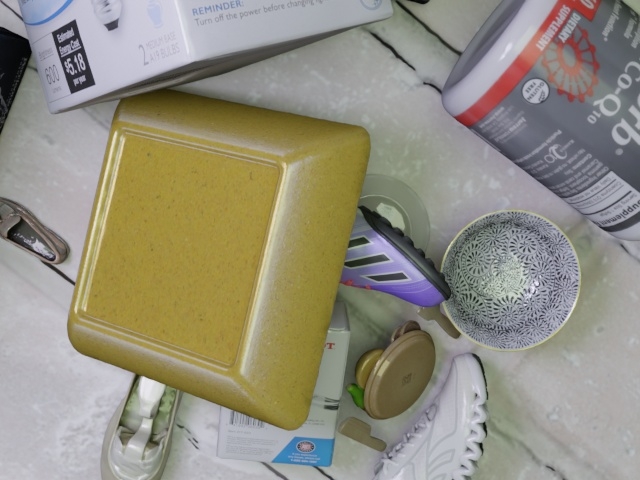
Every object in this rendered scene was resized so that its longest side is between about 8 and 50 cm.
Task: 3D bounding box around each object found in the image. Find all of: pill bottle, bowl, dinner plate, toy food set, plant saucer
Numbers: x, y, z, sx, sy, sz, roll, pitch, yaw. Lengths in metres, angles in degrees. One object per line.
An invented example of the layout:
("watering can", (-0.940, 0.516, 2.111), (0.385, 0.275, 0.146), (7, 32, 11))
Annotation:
("pill bottle", (0.336, -0.131, 1.112), (0.363, 0.210, 0.210), (35, 94, -7))
("bowl", (0.220, 0.042, 1.193), (0.170, 0.080, 0.170), (-1, 98, -4))
("dinner plate", (0.065, -0.011, 1.210), (0.141, 0.017, 0.141), (-1, 97, -4))
("toy food set", (0.089, 0.158, 1.198), (0.192, 0.038, 0.132), (-55, 142, -5))
("plant saucer", (-0.139, 0.006, 1.078), (0.332, 0.081, 0.333), (14, 93, 28))

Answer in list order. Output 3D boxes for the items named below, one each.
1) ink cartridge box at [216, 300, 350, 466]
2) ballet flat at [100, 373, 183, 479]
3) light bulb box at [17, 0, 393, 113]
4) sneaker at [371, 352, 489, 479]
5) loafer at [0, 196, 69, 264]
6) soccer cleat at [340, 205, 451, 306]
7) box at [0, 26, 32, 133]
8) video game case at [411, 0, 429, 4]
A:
("ink cartridge box", (-0.046, 0.165, 1.170), (0.139, 0.082, 0.191), (6, 112, -4))
("ballet flat", (-0.213, 0.217, 1.192), (0.086, 0.086, 0.248), (16, 97, -5))
("light bulb box", (-0.156, -0.340, 0.959), (0.225, 0.358, 0.361), (-20, 99, -33))
("sneaker", (0.130, 0.274, 1.212), (0.118, 0.110, 0.292), (16, 96, 4))
("loafer", (-0.357, -0.013, 1.174), (0.125, 0.039, 0.045), (33, 95, -7))
("soccer cleat", (0.000, 0.000, 1.137), (0.318, 0.108, 0.116), (34, 83, 8))
("box", (-0.471, -0.093, 1.021), (0.179, 0.312, 0.343), (23, 96, -6))
("video game case", (0.024, -0.430, 1.143), (0.275, 0.035, 0.248), (13, 97, -4))
